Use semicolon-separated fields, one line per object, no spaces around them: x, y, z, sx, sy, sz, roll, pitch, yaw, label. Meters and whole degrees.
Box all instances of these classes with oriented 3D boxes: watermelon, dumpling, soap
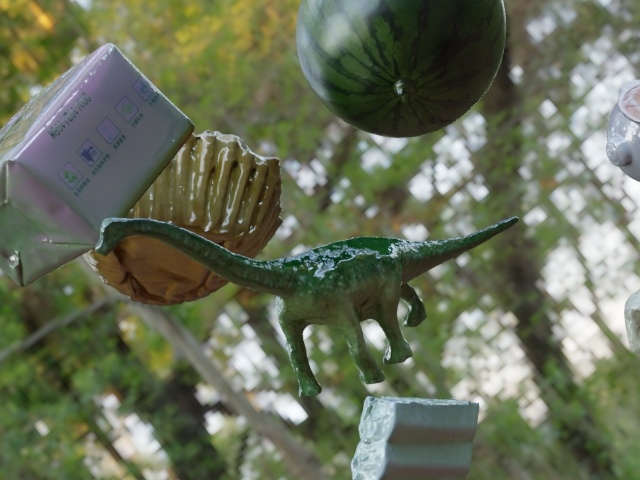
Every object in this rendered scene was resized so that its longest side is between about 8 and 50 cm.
0.090;-0.236;2.061;0.242;0.242;0.242;-37;-14;-11;watermelon
0.230;0.052;1.196;0.057;0.076;0.052;-14;35;21;dumpling
-0.262;-0.076;1.882;0.182;0.138;0.199;-27;22;50;soap

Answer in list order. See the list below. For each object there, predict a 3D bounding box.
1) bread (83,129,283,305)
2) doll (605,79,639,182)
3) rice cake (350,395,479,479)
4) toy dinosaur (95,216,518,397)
-0.173;-0.022;2.122;0.274;0.149;0.274;1;-25;0;bread
0.364;-0.056;1.684;0.151;0.287;0.151;-17;-49;-21;doll
0.078;0.215;1.542;0.198;0.037;0.189;29;-111;-62;rice cake
0.000;0.000;1.804;0.447;0.300;0.087;-37;26;-28;toy dinosaur
